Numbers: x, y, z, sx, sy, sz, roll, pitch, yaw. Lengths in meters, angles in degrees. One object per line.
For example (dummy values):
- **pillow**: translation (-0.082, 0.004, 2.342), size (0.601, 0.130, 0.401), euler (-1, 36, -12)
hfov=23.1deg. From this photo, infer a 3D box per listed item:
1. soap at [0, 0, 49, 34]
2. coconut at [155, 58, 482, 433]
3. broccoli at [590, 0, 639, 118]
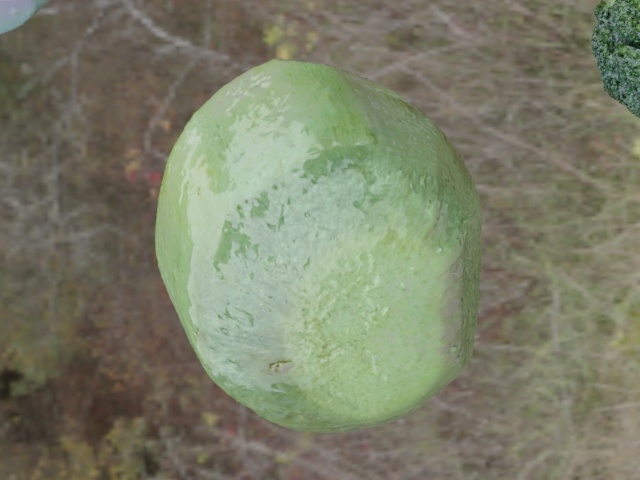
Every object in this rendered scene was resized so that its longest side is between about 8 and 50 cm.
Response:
- **soap**: translation (-0.302, -0.306, 1.465), size (0.193, 0.324, 0.109), euler (31, 154, 35)
- **coconut**: translation (0.000, 0.000, 1.342), size (0.281, 0.328, 0.328), euler (-32, 61, 2)
- **broccoli**: translation (0.331, -0.174, 1.399), size (0.195, 0.195, 0.156), euler (48, 113, 37)
